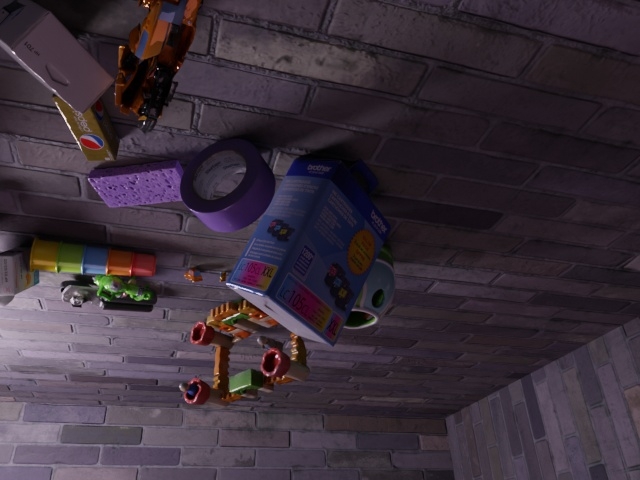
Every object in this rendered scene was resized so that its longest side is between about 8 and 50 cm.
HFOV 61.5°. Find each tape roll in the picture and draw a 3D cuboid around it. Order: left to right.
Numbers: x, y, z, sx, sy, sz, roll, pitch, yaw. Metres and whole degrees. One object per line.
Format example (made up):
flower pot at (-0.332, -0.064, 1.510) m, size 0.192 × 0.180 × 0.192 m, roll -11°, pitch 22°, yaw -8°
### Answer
tape roll at (-0.195, -0.117, 1.136) m, size 0.188 × 0.189 × 0.080 m, roll -12°, pitch 148°, yaw 16°

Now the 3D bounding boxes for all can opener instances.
can opener at (-0.662, 0.166, 1.688) m, size 0.283 × 0.095 × 0.076 m, roll 11°, pitch 126°, yaw -37°

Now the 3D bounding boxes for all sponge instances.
sponge at (-0.415, -0.129, 1.252) m, size 0.210 × 0.031 × 0.117 m, roll -5°, pitch 148°, yaw 5°

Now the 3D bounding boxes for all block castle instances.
block castle at (-0.264, 0.359, 1.794) m, size 0.453 × 0.303 × 0.212 m, roll -27°, pitch 140°, yaw 32°

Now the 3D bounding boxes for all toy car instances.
toy car at (-0.350, 0.100, 1.640) m, size 0.122 × 0.060 × 0.041 m, roll -2°, pitch 108°, yaw -33°

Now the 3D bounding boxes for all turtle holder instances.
turtle holder at (0.078, 0.100, 1.469) m, size 0.243 × 0.228 × 0.320 m, roll -10°, pitch 148°, yaw 13°

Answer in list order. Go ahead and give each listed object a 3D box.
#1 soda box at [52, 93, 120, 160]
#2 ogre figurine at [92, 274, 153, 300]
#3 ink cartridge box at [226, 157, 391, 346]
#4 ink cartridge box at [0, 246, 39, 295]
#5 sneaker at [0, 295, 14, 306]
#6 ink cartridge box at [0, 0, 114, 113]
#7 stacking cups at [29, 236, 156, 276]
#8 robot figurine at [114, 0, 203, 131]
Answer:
soda box at (-0.454, -0.235, 1.053) m, size 0.061 × 0.058 × 0.181 m, roll -1°, pitch 148°, yaw -1°
ogre figurine at (-0.583, 0.134, 1.572) m, size 0.118 × 0.197 × 0.097 m, roll 25°, pitch 98°, yaw -46°
ink cartridge box at (0.000, 0.000, 1.220) m, size 0.151 × 0.396 × 0.270 m, roll 9°, pitch 155°, yaw 40°
ink cartridge box at (-0.810, 0.083, 1.411) m, size 0.061 × 0.104 × 0.181 m, roll 0°, pitch -171°, yaw -3°
sneaker at (-0.901, 0.114, 1.514) m, size 0.106 × 0.123 × 0.290 m, roll 46°, pitch 168°, yaw -8°
ink cartridge box at (-0.430, -0.296, 0.833) m, size 0.082 × 0.190 × 0.140 m, roll -50°, pitch 145°, yaw -10°
stacking cups at (-0.621, 0.062, 1.485) m, size 0.316 × 0.096 × 0.096 m, roll 10°, pitch 146°, yaw -19°
robot figurine at (-0.249, -0.312, 0.817) m, size 0.085 × 0.211 × 0.291 m, roll 12°, pitch 135°, yaw -28°
